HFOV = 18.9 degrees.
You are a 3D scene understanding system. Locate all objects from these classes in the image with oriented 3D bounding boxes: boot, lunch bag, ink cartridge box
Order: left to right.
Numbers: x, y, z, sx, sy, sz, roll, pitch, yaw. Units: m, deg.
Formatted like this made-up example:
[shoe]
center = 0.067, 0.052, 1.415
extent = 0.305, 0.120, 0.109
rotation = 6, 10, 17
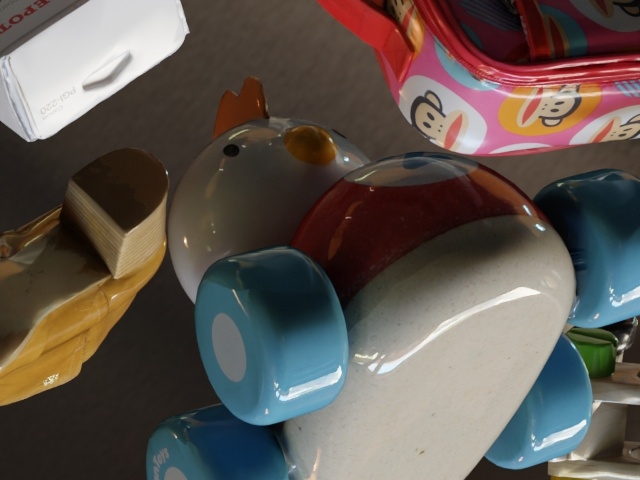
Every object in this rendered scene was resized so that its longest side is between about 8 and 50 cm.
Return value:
[boot]
center = -0.215, 0.067, 1.199
extent = 0.295, 0.211, 0.104
rotation = -34, -104, -26
[ink cartridge box]
center = -0.232, -0.189, 1.483
extent = 0.158, 0.092, 0.218
rotation = -38, -129, -21
[lunch bag]
center = 0.110, -0.194, 1.241
extent = 0.258, 0.120, 0.293
rotation = -8, -121, -23

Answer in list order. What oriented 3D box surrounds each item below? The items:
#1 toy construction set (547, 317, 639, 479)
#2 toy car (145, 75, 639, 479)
[toy construction set]
center = 0.150, 0.067, 1.275
extent = 0.237, 0.309, 0.257
rotation = 3, -137, -16
[toy car]
center = 0.000, 0.000, 0.927
extent = 0.219, 0.210, 0.238
rotation = -14, -127, -30
